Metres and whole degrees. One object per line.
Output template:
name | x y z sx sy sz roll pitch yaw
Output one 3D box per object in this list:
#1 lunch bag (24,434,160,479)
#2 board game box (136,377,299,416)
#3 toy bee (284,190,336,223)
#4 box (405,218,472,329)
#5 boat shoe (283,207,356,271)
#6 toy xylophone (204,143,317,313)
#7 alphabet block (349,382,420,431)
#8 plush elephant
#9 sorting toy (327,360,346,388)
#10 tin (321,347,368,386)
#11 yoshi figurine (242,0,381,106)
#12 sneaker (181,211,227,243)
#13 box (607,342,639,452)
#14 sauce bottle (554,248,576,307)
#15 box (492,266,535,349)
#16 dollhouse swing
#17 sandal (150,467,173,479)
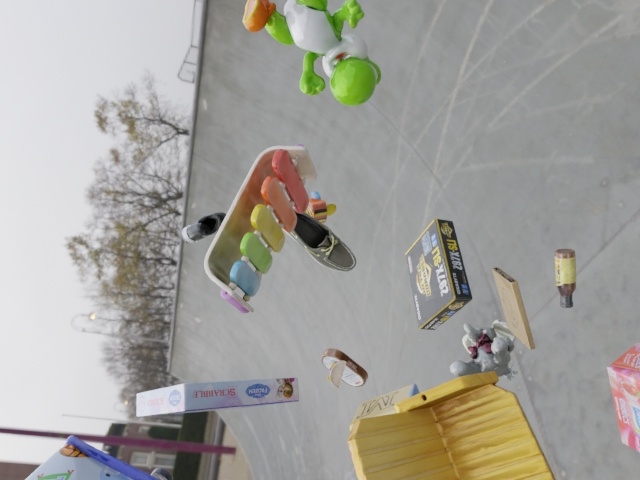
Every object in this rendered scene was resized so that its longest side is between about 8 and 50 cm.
lunch bag | -0.279 0.485 0.600 0.238 0.386 0.328 -68 -8 22
board game box | -0.277 0.417 1.272 0.318 0.319 0.065 -27 62 47
toy bee | -0.037 -0.103 1.776 0.298 0.196 0.162 -90 -7 -68
box | 0.413 0.123 1.718 0.257 0.080 0.321 121 151 -52
boat shoe | -0.003 0.004 1.562 0.109 0.305 0.091 -54 9 -8
toy xylophone | -0.102 -0.022 0.906 0.236 0.081 0.322 48 -118 -69
alphabet block | 0.231 0.583 1.461 0.192 0.197 0.193 66 -162 4
plush elephant | 0.744 0.481 2.177 0.272 0.330 0.255 -43 38 24
sorting toy | 0.044 0.405 1.482 0.075 0.045 0.083 147 142 -83
tin | 0.086 0.461 1.727 0.106 0.190 0.040 -40 13 51
yoshi figurine | 0.013 -0.437 1.087 0.204 0.362 0.202 12 76 54
sneaker | -0.395 -0.058 1.746 0.078 0.106 0.234 63 -149 -6
box | 0.948 0.467 1.354 0.154 0.142 0.299 23 138 63
sauce bottle | 0.526 0.082 1.026 0.042 0.042 0.128 -129 30 -76
box | 0.545 0.187 1.356 0.164 0.021 0.201 -78 -30 -80
dollhouse swing | 0.294 0.500 1.070 0.315 0.305 0.346 -33 57 26
sandal | -0.574 0.853 1.597 0.254 0.097 0.054 -62 -1 26
